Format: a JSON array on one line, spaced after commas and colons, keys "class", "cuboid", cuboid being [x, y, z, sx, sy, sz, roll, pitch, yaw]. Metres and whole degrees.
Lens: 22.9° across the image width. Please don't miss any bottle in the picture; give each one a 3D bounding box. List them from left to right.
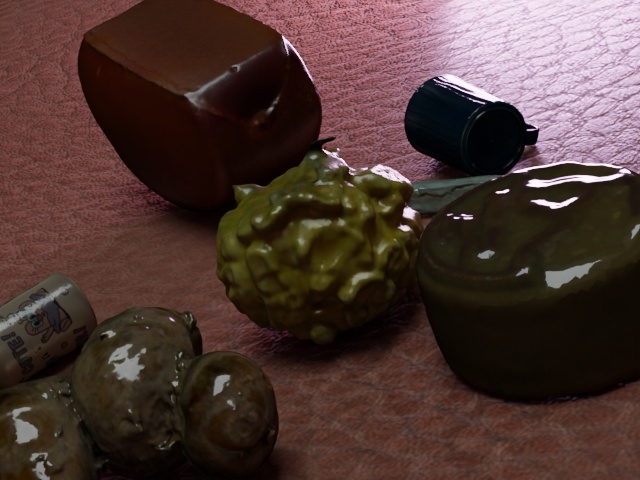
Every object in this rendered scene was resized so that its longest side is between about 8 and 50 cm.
[{"class": "bottle", "cuboid": [-0.379, 0.135, 1.938, 0.209, 0.097, 0.110, -34, 73, -27]}]

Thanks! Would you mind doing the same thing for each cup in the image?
[{"class": "cup", "cuboid": [0.209, -0.157, 2.110, 0.150, 0.113, 0.138, -28, 30, -17]}]

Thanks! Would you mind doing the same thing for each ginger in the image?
[{"class": "ginger", "cuboid": [-0.234, 0.194, 1.638, 0.375, 0.176, 0.256, -21, 32, -3]}]

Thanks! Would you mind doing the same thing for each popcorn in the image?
[{"class": "popcorn", "cuboid": [-0.004, -0.004, 1.822, 0.249, 0.225, 0.249, -20, 25, 9]}]

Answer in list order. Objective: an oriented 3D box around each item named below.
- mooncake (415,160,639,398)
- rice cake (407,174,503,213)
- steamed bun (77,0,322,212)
[{"class": "mooncake", "cuboid": [0.245, 0.032, 1.673, 0.284, 0.155, 0.284, -16, 27, 8]}, {"class": "rice cake", "cuboid": [0.132, -0.056, 2.039, 0.245, 0.042, 0.045, -4, 17, 27]}, {"class": "steamed bun", "cuboid": [-0.168, -0.181, 2.242, 0.235, 0.248, 0.379, -33, 40, -24]}]
